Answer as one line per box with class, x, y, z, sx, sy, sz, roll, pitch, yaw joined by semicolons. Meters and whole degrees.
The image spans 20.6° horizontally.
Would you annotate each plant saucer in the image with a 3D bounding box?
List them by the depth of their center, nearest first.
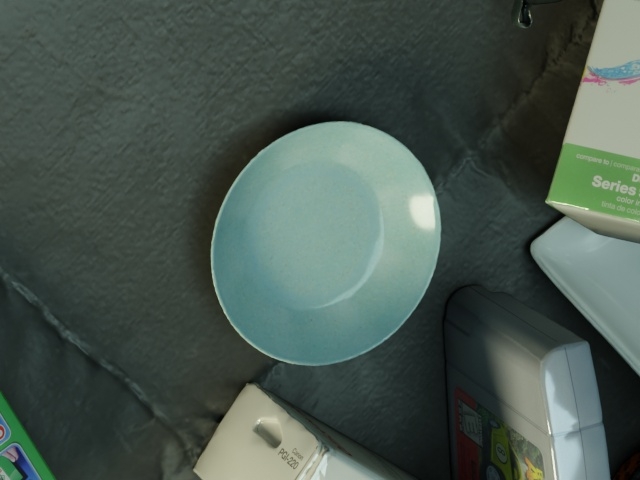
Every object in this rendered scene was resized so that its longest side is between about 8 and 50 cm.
plant saucer;0.000;0.000;1.365;0.195;0.037;0.195;-6;106;-23

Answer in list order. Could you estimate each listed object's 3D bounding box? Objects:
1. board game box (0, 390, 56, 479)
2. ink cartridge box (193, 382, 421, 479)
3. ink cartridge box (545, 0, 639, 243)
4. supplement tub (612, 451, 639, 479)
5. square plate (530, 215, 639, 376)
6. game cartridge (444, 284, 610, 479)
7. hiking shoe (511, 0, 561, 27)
board game box;-0.333;0.205;1.181;0.317;0.046;0.213;-37;106;-33
ink cartridge box;0.029;0.214;1.367;0.218;0.158;0.092;35;88;-28
ink cartridge box;0.265;-0.108;1.376;0.154;0.093;0.212;22;82;-64
supplement tub;0.334;0.251;1.502;0.117;0.190;0.117;-7;108;-23
square plate;0.409;0.040;1.462;0.347;0.049;0.344;-35;72;-13
game cartridge;0.166;0.200;1.407;0.060;0.196;0.294;-12;108;-23
hiking shoe;0.232;-0.311;1.363;0.304;0.113;0.132;-40;132;-4
